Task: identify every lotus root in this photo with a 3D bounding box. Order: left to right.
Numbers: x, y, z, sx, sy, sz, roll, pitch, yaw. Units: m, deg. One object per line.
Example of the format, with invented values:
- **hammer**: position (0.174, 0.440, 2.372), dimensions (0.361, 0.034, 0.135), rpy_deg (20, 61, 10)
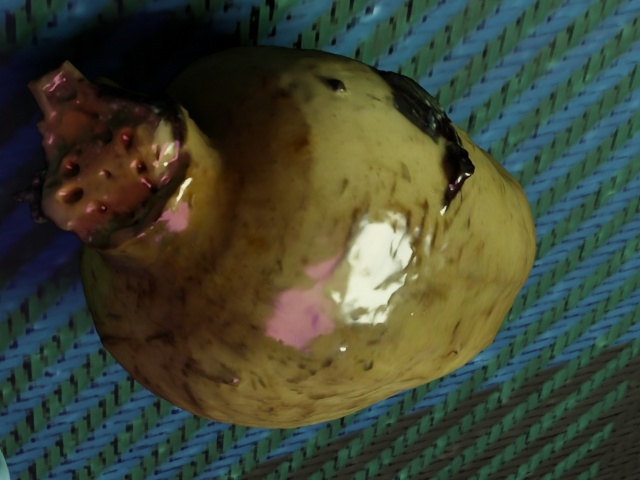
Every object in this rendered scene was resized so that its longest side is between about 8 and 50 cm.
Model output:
- **lotus root**: position (0.000, 0.000, 0.780), dimensions (0.154, 0.140, 0.257), rpy_deg (-42, 151, 28)

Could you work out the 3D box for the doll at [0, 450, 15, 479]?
- **doll**: position (-0.242, 0.121, 0.714), dimensions (0.376, 0.187, 0.365), rpy_deg (-25, 158, -41)
